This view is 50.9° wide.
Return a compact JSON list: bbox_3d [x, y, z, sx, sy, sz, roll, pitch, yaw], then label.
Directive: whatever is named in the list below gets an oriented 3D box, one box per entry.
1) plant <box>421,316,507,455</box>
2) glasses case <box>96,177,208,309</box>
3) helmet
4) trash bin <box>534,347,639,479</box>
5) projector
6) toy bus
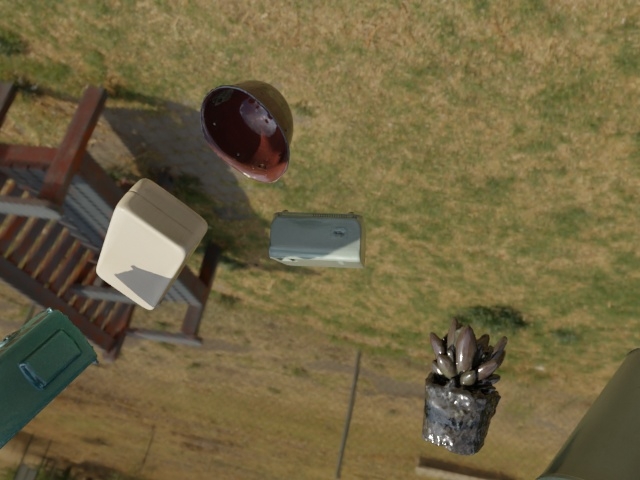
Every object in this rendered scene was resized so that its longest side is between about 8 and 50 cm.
[{"bbox_3d":[0.355,0.362,1.697,0.194,0.321,0.181,13,178,29],"label":"plant"},{"bbox_3d":[-0.312,0.018,1.213,0.144,0.076,0.336,36,148,-7],"label":"glasses case"},{"bbox_3d":[-0.098,-0.191,1.097,0.175,0.106,0.155,50,136,-9],"label":"helmet"},{"bbox_3d":[0.598,0.432,1.267,0.280,0.432,0.280,33,149,23],"label":"trash bin"},{"bbox_3d":[0.000,0.000,1.515,0.198,0.108,0.250,2,175,7],"label":"projector"},{"bbox_3d":[-0.503,0.231,1.114,0.147,0.256,0.128,-17,114,47],"label":"toy bus"}]
